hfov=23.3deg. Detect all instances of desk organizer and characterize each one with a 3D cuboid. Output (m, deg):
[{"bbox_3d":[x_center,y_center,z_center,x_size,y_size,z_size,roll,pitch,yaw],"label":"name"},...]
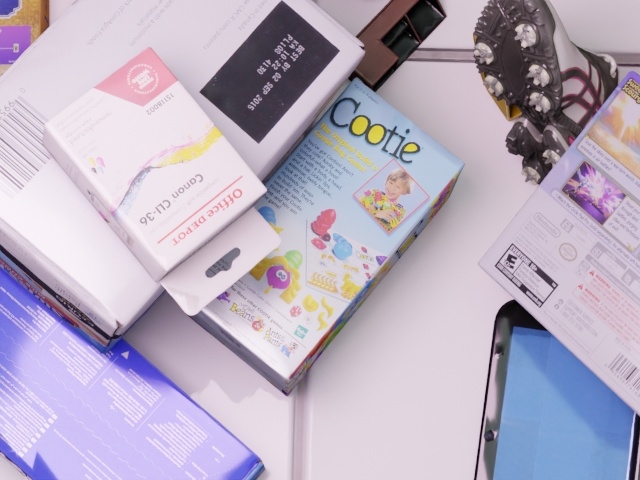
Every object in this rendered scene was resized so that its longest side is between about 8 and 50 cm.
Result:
[{"bbox_3d":[0.078,-0.218,1.658,0.050,0.047,0.130,42,80,6],"label":"desk organizer"}]

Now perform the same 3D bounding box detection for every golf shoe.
[{"bbox_3d":[0.233,-0.166,1.553,0.105,0.273,0.120,30,67,37],"label":"golf shoe"}]

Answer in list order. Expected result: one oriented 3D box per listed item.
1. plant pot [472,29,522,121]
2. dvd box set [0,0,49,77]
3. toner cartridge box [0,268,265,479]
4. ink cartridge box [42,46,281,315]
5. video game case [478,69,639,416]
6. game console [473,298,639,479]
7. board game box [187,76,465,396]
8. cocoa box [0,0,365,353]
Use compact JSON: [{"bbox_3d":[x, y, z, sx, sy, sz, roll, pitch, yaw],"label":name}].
[{"bbox_3d":[0.204,-0.194,1.638,0.081,0.081,0.083,-33,61,-7],"label":"plant pot"},{"bbox_3d":[-0.445,-0.306,1.668,0.307,0.062,0.421,-2,77,-1],"label":"dvd box set"},{"bbox_3d":[-0.238,0.173,1.550,0.348,0.075,0.165,40,80,8],"label":"toner cartridge box"},{"bbox_3d":[-0.127,-0.047,1.307,0.115,0.067,0.198,-40,90,-17],"label":"ink cartridge box"},{"bbox_3d":[0.322,0.014,1.473,0.269,0.061,0.244,45,106,30],"label":"video game case"},{"bbox_3d":[0.290,0.201,1.505,0.173,0.250,0.293,14,76,-24],"label":"game console"},{"bbox_3d":[0.000,0.000,1.557,0.144,0.142,0.275,39,80,7],"label":"board game box"},{"bbox_3d":[-0.168,-0.100,1.462,0.231,0.228,0.347,41,74,-3],"label":"cocoa box"}]
